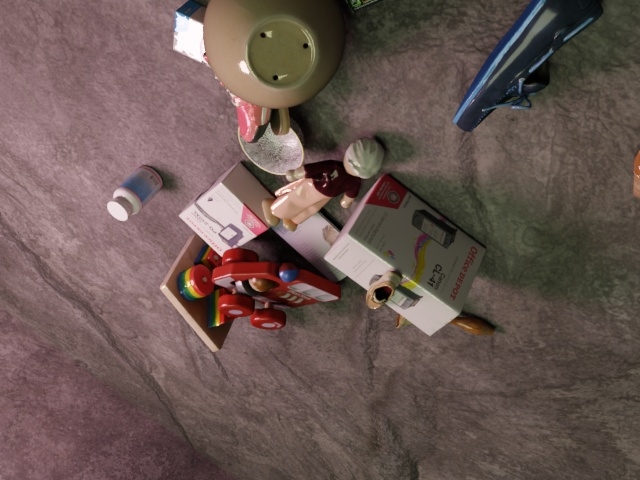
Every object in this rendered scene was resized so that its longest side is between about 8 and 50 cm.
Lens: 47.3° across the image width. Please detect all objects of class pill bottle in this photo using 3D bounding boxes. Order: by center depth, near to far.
[{"bbox_3d":[-0.516,-0.129,2.029,0.087,0.160,0.087,18,137,18],"label":"pill bottle"}]

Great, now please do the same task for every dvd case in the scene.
[{"bbox_3d":[0.000,0.000,1.926,0.253,0.022,0.180,43,139,-10],"label":"dvd case"}]

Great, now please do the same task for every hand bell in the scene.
[{"bbox_3d":[0.327,0.198,1.870,0.242,0.126,0.126,17,139,0],"label":"hand bell"}]

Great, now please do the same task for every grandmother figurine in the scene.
[{"bbox_3d":[0.008,-0.135,1.706,0.342,0.104,0.208,-30,154,37],"label":"grandmother figurine"}]

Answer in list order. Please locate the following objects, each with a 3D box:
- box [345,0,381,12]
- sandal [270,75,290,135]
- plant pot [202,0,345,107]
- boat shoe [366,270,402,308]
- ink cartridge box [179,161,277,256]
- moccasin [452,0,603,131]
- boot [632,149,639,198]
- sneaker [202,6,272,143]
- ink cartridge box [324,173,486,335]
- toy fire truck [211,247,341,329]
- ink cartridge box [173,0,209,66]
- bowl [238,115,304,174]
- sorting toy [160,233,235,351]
[{"bbox_3d":[0.093,-0.529,1.319,0.190,0.045,0.184,-10,126,39],"label":"box"},{"bbox_3d":[-0.075,-0.351,1.582,0.088,0.079,0.240,11,109,61],"label":"sandal"},{"bbox_3d":[-0.082,-0.370,1.375,0.284,0.191,0.284,-3,116,-6],"label":"plant pot"},{"bbox_3d":[0.129,0.115,1.586,0.050,0.045,0.135,31,141,2],"label":"boat shoe"},{"bbox_3d":[-0.240,-0.077,1.945,0.172,0.100,0.237,45,139,-14],"label":"ink cartridge box"},{"bbox_3d":[0.359,-0.302,1.300,0.117,0.138,0.342,31,141,-4],"label":"moccasin"},{"bbox_3d":[0.671,-0.130,1.318,0.197,0.073,0.152,11,131,21],"label":"boot"},{"bbox_3d":[-0.180,-0.359,1.534,0.116,0.136,0.314,-137,43,-61],"label":"sneaker"},{"bbox_3d":[0.198,0.030,1.668,0.306,0.226,0.131,35,141,-3],"label":"ink cartridge box"},{"bbox_3d":[-0.123,0.116,1.954,0.254,0.169,0.302,-17,149,36],"label":"toy fire truck"},{"bbox_3d":[-0.231,-0.439,1.608,0.180,0.060,0.104,27,139,8],"label":"ink cartridge box"},{"bbox_3d":[-0.100,-0.244,1.702,0.170,0.080,0.170,18,137,17],"label":"bowl"},{"bbox_3d":[-0.306,0.137,2.098,0.089,0.255,0.257,-21,117,27],"label":"sorting toy"}]
